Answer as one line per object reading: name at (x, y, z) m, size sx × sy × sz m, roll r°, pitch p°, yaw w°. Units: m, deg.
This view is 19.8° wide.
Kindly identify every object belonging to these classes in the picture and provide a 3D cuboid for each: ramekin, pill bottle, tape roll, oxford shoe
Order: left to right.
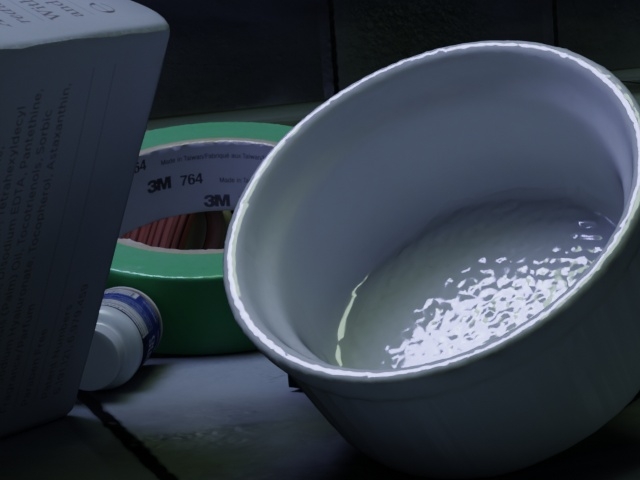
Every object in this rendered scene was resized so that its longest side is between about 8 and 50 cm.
pill bottle at (-0.167, 0.079, 1.437) m, size 0.067 × 0.067 × 0.120 m, roll -3°, pitch 10°, yaw 8°
oxford shoe at (-0.161, -0.042, 1.965) m, size 0.146 × 0.140 × 0.397 m, roll 19°, pitch 9°, yaw -31°
tape roll at (-0.095, -0.010, 1.638) m, size 0.321 × 0.077 × 0.321 m, roll -1°, pitch 27°, yaw 1°
ramekin at (0.090, 0.016, 1.155) m, size 0.277 × 0.135 × 0.277 m, roll -16°, pitch 44°, yaw 16°

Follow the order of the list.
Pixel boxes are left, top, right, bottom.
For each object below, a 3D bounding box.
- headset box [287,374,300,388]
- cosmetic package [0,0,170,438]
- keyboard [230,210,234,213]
headset box at (0.152, 0.031, 1.392) m, size 0.283 × 0.131 × 0.246 m, roll 2°, pitch 13°, yaw 32°
cosmetic package at (-0.371, -0.046, 1.214) m, size 0.329 × 0.327 × 0.394 m, roll 32°, pitch 28°, yaw 28°
keyboard at (0.000, 0.000, 1.869) m, size 0.192 × 0.038 × 0.100 m, roll 15°, pitch 1°, yaw -2°
